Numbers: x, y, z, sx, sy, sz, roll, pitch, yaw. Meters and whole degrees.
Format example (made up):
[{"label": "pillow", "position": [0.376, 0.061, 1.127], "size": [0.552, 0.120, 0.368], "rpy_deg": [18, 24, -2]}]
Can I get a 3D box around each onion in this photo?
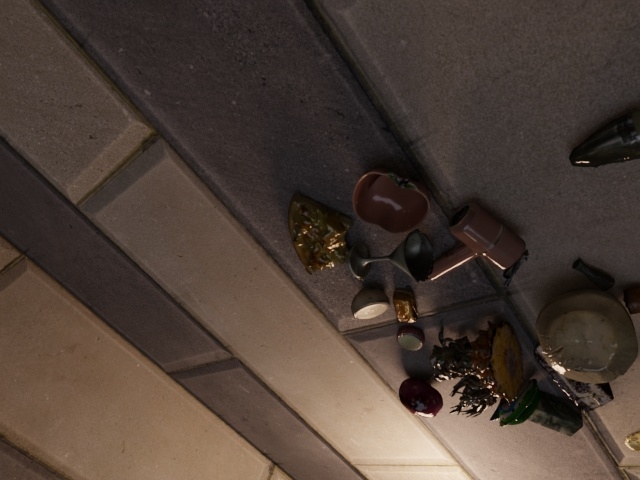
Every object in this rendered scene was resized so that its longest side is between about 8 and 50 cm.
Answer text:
[{"label": "onion", "position": [0.396, 0.618, 1.700], "size": [0.178, 0.153, 0.177], "rpy_deg": [8, 147, 6]}]

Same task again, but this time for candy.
[{"label": "candy", "position": [0.330, 0.357, 1.572], "size": [0.103, 0.043, 0.103], "rpy_deg": [14, 131, 16]}]

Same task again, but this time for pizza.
[{"label": "pizza", "position": [0.000, 0.000, 1.383], "size": [0.223, 0.089, 0.323], "rpy_deg": [8, 132, 22]}]

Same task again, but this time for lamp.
[{"label": "lamp", "position": [0.649, -0.216, 0.890], "size": [0.250, 0.101, 0.101], "rpy_deg": [-20, 118, 40]}]

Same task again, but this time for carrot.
[{"label": "carrot", "position": [0.902, 0.132, 1.112], "size": [0.205, 0.072, 0.072], "rpy_deg": [-25, 116, 29]}]

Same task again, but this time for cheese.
[{"label": "cheese", "position": [0.678, 0.580, 1.519], "size": [0.083, 0.204, 0.320], "rpy_deg": [38, 155, 16]}]

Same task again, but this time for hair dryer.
[{"label": "hair dryer", "position": [0.387, 0.042, 1.243], "size": [0.189, 0.106, 0.344], "rpy_deg": [35, 140, -7]}]

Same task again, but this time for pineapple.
[{"label": "pineapple", "position": [0.489, 0.394, 1.426], "size": [0.272, 0.262, 0.262], "rpy_deg": [-12, 123, 44]}]

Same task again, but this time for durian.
[{"label": "durian", "position": [1.144, 0.707, 1.524], "size": [0.066, 0.052, 0.130], "rpy_deg": [55, 139, 28]}]

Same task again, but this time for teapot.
[{"label": "teapot", "position": [0.733, 0.089, 1.161], "size": [0.111, 0.042, 0.042], "rpy_deg": [34, 134, -1]}]

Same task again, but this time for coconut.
[{"label": "coconut", "position": [0.724, 0.256, 1.174], "size": [0.245, 0.247, 0.244], "rpy_deg": [0, 89, 35]}]

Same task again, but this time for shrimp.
[{"label": "shrimp", "position": [0.562, 0.535, 1.572], "size": [0.372, 0.137, 0.172], "rpy_deg": [-49, 61, 31]}]

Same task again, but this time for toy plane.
[{"label": "toy plane", "position": [0.553, 0.073, 1.221], "size": [0.031, 0.049, 0.120], "rpy_deg": [25, 117, 2]}]

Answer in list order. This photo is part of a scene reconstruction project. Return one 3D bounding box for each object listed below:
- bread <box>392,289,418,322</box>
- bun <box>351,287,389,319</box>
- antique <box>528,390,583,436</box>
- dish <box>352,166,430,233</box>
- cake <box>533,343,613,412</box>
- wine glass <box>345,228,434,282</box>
[{"label": "bread", "position": [0.289, 0.225, 1.469], "size": [0.074, 0.053, 0.132], "rpy_deg": [-1, 128, 30]}, {"label": "bun", "position": [0.165, 0.207, 1.487], "size": [0.138, 0.094, 0.138], "rpy_deg": [-11, 145, -8]}, {"label": "antique", "position": [0.822, 0.612, 1.541], "size": [0.183, 0.088, 0.086], "rpy_deg": [18, 133, 8]}, {"label": "dish", "position": [0.198, -0.125, 1.179], "size": [0.214, 0.090, 0.213], "rpy_deg": [14, 135, 14]}, {"label": "cake", "position": [0.821, 0.418, 1.406], "size": [0.246, 0.135, 0.112], "rpy_deg": [52, 123, 16]}, {"label": "wine glass", "position": [0.200, 0.053, 1.280], "size": [0.232, 0.156, 0.156], "rpy_deg": [-9, 125, 44]}]
